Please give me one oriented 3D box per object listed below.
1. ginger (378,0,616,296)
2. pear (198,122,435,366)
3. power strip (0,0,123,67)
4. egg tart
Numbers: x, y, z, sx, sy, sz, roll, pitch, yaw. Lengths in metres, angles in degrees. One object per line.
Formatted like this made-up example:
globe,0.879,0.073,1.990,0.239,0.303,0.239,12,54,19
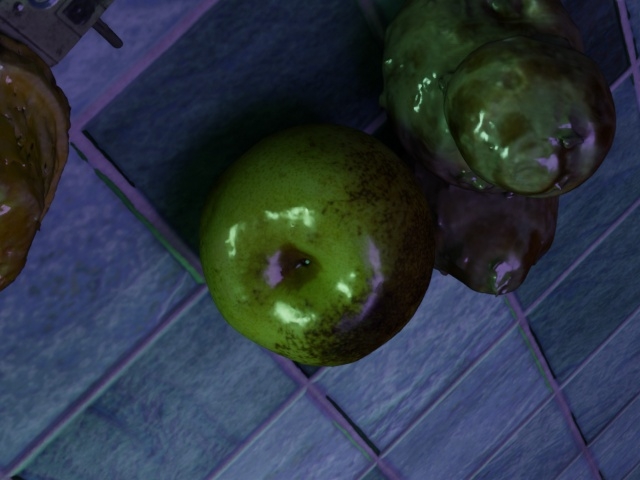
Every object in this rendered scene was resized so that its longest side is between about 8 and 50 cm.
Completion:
ginger,0.138,-0.081,1.064,0.176,0.256,0.375,-9,152,-8
pear,0.000,0.000,1.009,0.197,0.197,0.197,-28,141,-26
power strip,-0.197,-0.185,0.742,0.092,0.034,0.268,-48,145,1
egg tart,-0.253,-0.023,0.778,0.241,0.106,0.241,-30,147,-21
